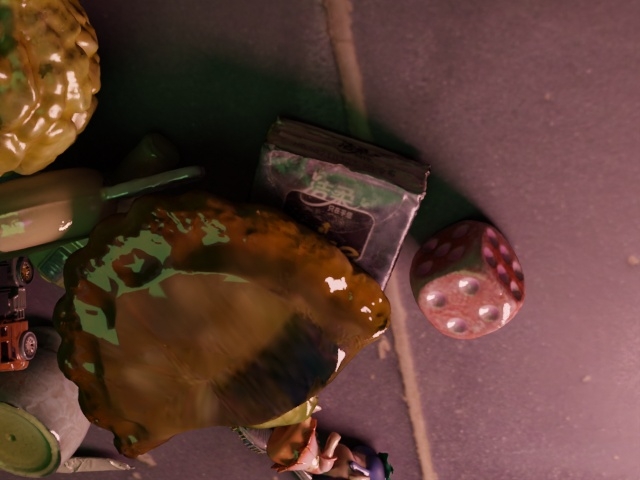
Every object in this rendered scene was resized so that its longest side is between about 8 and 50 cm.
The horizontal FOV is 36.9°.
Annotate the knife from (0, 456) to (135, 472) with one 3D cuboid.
[{"bbox_3d":[-0.401,0.324,1.382,0.298,0.017,0.047,-7,130,18],"label":"knife"}]

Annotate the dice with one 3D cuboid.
[{"bbox_3d":[0.154,0.040,1.004,0.091,0.094,0.093,-27,116,32],"label":"dice"}]

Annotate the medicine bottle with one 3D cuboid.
[{"bbox_3d":[-0.353,0.201,1.203,0.147,0.143,0.147,9,126,13],"label":"medicine bottle"}]

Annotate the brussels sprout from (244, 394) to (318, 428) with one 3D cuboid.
[{"bbox_3d":[-0.071,0.146,1.117,0.155,0.117,0.155,-9,122,-14],"label":"brussels sprout"}]

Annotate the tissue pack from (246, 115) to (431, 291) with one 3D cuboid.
[{"bbox_3d":[0.000,0.000,1.021,0.173,0.073,0.235,18,128,-2],"label":"tissue pack"}]

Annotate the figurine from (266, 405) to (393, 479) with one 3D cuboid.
[{"bbox_3d":[0.012,0.288,1.213,0.195,0.102,0.111,36,158,-18],"label":"figurine"}]

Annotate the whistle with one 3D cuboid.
[{"bbox_3d":[-0.245,-0.024,1.066,0.126,0.067,0.258,40,121,-14],"label":"whistle"}]

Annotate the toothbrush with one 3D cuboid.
[{"bbox_3d":[0.031,0.367,1.305,0.413,0.035,0.042,44,143,-18],"label":"toothbrush"}]

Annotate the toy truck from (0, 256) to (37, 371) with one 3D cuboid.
[{"bbox_3d":[-0.389,0.060,1.109,0.083,0.092,0.192,-2,91,13],"label":"toy truck"}]

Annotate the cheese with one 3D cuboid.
[{"bbox_3d":[-0.244,-0.037,0.974,0.249,0.163,0.070,-15,90,-16],"label":"cheese"}]

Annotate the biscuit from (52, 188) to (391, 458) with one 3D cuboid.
[{"bbox_3d":[-0.114,0.110,0.981,0.329,0.078,0.335,19,117,-17],"label":"biscuit"}]

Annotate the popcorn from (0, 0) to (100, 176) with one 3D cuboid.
[{"bbox_3d":[-0.331,-0.176,0.871,0.258,0.224,0.270,0,98,-4],"label":"popcorn"}]
